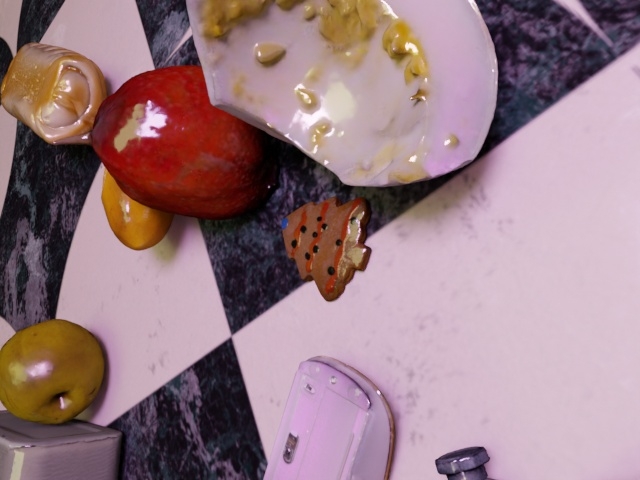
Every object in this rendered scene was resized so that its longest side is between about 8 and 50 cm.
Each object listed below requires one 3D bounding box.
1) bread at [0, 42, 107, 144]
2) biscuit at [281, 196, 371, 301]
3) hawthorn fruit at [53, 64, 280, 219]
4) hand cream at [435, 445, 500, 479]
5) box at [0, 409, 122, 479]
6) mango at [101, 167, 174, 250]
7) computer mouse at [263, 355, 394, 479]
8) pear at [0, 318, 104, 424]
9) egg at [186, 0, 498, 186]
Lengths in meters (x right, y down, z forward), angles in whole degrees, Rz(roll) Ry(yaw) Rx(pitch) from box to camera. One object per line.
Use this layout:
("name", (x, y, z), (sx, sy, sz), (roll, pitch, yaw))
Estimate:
("bread", (-0.524, -0.295, 0.933), (0.311, 0.121, 0.173), (30, 96, 38))
("biscuit", (0.000, 0.000, 0.526), (0.130, 0.019, 0.120), (22, 94, 39))
("hawthorn fruit", (-0.174, -0.117, 0.565), (0.189, 0.251, 0.190), (-177, 90, -65))
("hand cream", (0.145, 0.292, 0.332), (0.091, 0.058, 0.271), (-24, 70, 19))
("box", (-0.458, 0.448, 0.695), (0.351, 0.177, 0.344), (-7, 75, 38))
("mango", (-0.254, -0.077, 0.672), (0.141, 0.102, 0.217), (121, 145, -43))
("computer mouse", (-0.005, 0.236, 0.456), (0.125, 0.056, 0.245), (17, 92, 40))
("pear", (-0.416, 0.196, 0.729), (0.149, 0.148, 0.162), (-56, 51, 15))
("egg", (0.026, -0.160, 0.454), (0.271, 0.162, 0.206), (34, 75, 2))
